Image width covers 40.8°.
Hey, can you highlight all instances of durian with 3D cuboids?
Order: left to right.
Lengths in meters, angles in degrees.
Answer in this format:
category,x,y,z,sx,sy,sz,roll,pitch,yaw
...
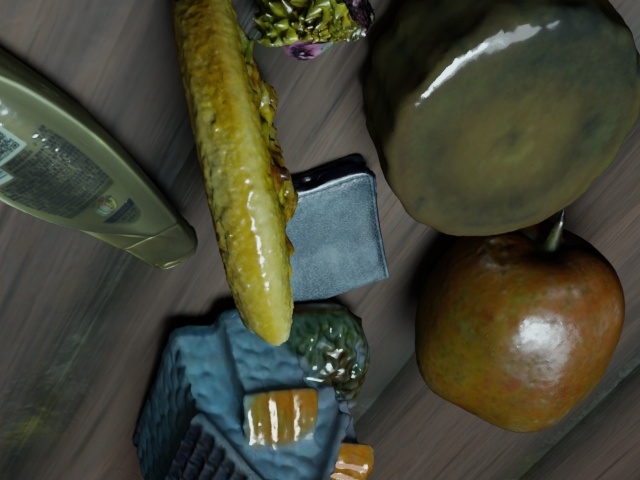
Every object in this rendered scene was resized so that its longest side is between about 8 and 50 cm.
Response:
category,x,y,z,sx,sy,sz,roll,pitch,yaw
durian,-0.020,-0.226,0.789,0.108,0.187,0.119,-20,107,16

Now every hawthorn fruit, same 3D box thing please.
category,x,y,z,sx,sy,sz,roll,pitch,yaw
hawthorn fruit,0.265,0.090,1.114,0.267,0.268,0.301,-3,132,-20

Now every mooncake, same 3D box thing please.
category,x,y,z,sx,sy,sz,roll,pitch,yaw
mooncake,0.186,-0.156,0.918,0.290,0.161,0.290,-10,134,-11

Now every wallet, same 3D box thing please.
category,x,y,z,sx,sy,sz,roll,pitch,yaw
wallet,-0.001,-0.002,1.083,0.167,0.036,0.222,-20,138,-4

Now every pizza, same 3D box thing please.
category,x,y,z,sx,sy,sz,roll,pitch,yaw
pizza,-0.075,-0.075,0.807,0.087,0.268,0.258,-12,140,2

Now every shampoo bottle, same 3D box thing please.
category,x,y,z,sx,sy,sz,roll,pitch,yaw
shampoo bottle,-0.262,-0.073,0.866,0.125,0.084,0.350,-35,136,16

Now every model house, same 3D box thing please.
category,x,y,z,sx,sy,sz,roll,pitch,yaw
model house,-0.061,0.317,1.128,0.297,0.339,0.360,5,135,-25
